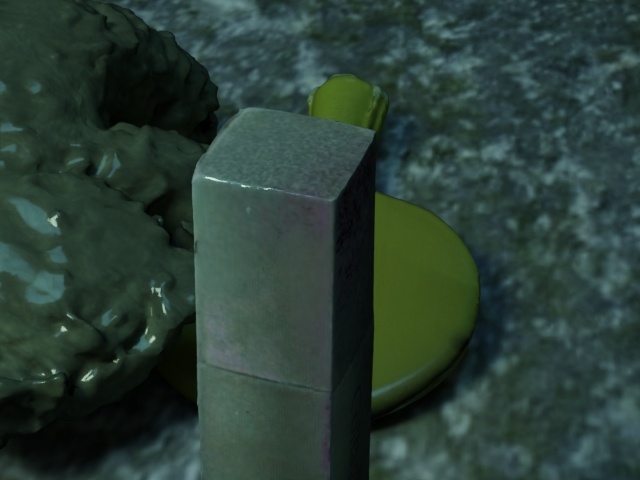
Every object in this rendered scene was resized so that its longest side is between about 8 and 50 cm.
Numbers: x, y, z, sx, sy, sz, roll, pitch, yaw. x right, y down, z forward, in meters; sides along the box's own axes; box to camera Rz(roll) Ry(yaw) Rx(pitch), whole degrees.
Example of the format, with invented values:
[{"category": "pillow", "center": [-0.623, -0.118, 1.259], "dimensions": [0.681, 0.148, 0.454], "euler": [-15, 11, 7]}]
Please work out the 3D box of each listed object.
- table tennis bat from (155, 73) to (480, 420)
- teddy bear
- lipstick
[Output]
[{"category": "table tennis bat", "center": [0.000, 0.000, 1.148], "dimensions": [0.224, 0.054, 0.369], "euler": [0, 38, 7]}, {"category": "teddy bear", "center": [-0.215, -0.007, 1.063], "dimensions": [0.357, 0.224, 0.368], "euler": [-8, 52, -11]}, {"category": "lipstick", "center": [-0.016, 0.093, 0.777], "dimensions": [0.068, 0.317, 0.066], "euler": [12, 36, 16]}]
